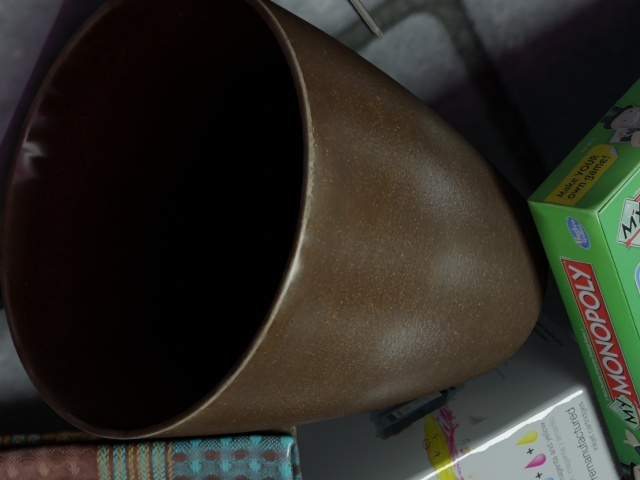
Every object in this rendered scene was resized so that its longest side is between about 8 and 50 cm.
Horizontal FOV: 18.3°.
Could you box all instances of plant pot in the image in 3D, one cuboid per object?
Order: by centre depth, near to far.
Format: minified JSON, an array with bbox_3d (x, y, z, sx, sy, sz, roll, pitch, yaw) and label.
[{"bbox_3d":[0.000,0.000,0.974,0.230,0.215,0.215,12,108,-43],"label":"plant pot"}]

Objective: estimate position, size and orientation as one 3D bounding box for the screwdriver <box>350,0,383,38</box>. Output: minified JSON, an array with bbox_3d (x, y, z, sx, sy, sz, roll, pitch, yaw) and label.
[{"bbox_3d":[-0.014,-0.157,0.988,0.025,0.024,0.170,-18,132,18],"label":"screwdriver"}]

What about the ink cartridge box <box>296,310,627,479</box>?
[{"bbox_3d":[0.071,0.132,1.097,0.176,0.127,0.128,-28,122,-10],"label":"ink cartridge box"}]

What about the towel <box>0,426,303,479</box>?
[{"bbox_3d":[-0.125,0.261,1.066,0.271,0.040,0.370,-5,119,2],"label":"towel"}]

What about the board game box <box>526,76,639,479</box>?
[{"bbox_3d":[0.244,-0.031,1.071,0.317,0.046,0.213,-45,127,-30],"label":"board game box"}]
